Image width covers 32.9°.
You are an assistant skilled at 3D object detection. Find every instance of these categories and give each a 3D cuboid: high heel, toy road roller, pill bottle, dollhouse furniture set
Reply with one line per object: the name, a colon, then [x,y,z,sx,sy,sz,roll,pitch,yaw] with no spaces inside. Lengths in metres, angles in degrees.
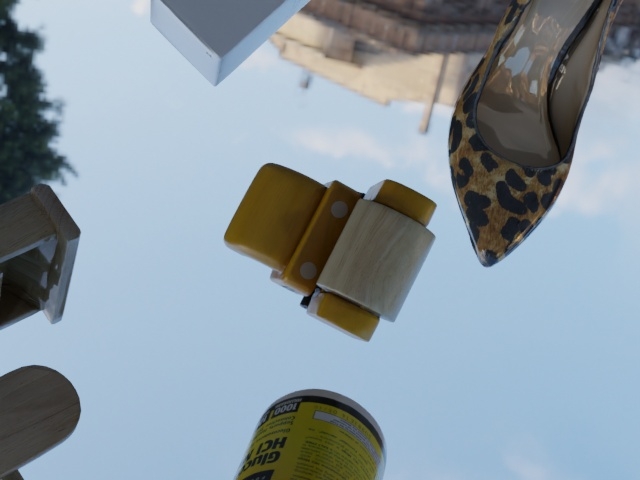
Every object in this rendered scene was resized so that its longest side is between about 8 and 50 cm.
high heel: [0.159,-0.123,0.751,0.093,0.186,0.261,18,-116,-2]
toy road roller: [0.000,0.000,1.513,0.240,0.203,0.329,27,175,-8]
pill bottle: [-0.030,0.348,1.353,0.187,0.188,0.334,14,-153,5]
dollhouse furniture set: [-0.166,0.115,0.602,0.161,0.212,0.242,-28,-108,-32]

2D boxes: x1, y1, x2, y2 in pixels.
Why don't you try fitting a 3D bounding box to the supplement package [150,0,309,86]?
supplement package: [-0.082,-0.269,1.149,0.105,0.179,0.105,46,168,-1]
